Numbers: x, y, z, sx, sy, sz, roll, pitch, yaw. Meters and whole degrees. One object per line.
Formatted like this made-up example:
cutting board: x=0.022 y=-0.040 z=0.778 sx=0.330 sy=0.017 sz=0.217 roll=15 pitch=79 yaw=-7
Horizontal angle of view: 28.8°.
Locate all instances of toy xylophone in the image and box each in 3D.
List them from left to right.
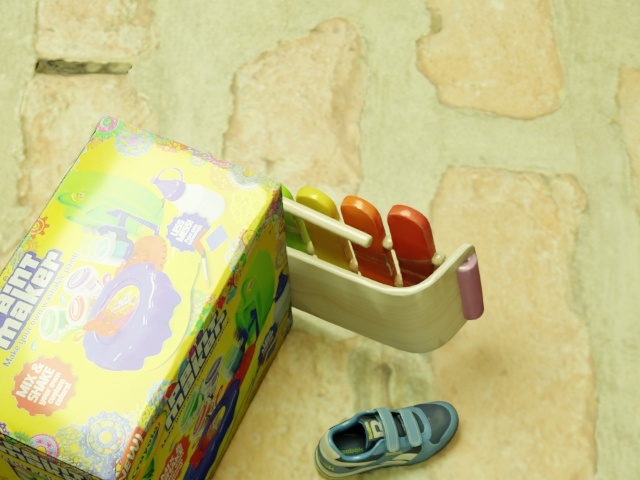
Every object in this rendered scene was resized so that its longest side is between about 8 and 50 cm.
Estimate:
toy xylophone: x=0.000 y=0.000 z=1.186 sx=0.323 sy=0.236 sz=0.081 roll=24 pitch=66 yaw=17

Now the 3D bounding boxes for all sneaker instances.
sneaker: x=0.065 y=0.185 z=1.177 sx=0.144 sy=0.059 sz=0.053 roll=-18 pitch=60 yaw=-10

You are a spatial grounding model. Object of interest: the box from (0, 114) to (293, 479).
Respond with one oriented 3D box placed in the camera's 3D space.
box: x=-0.167 y=0.101 z=1.103 sx=0.177 sy=0.279 sz=0.290 roll=22 pitch=64 yaw=13
